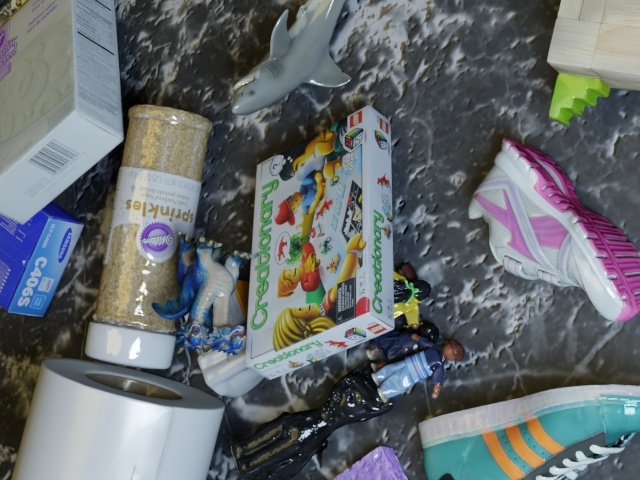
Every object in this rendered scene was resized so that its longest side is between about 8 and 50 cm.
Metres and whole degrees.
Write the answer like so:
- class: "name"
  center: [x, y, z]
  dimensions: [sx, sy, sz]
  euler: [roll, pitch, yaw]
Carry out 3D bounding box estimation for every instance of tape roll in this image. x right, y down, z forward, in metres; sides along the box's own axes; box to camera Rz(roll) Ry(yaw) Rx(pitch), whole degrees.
- class: "tape roll"
  center: [-0.261, 0.265, 1.586]
  dimensions: [0.246, 0.246, 0.169]
  euler: [16, 91, 38]

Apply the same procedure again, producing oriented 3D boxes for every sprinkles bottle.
- class: "sprinkles bottle"
  center: [-0.237, -0.005, 1.697]
  dimensions: [0.121, 0.121, 0.355]
  euler: [6, 85, 38]

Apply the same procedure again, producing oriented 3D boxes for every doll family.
- class: "doll family"
  center: [0.099, 0.102, 1.447]
  dimensions: [0.111, 0.076, 0.193]
  euler: [-24, 73, 7]

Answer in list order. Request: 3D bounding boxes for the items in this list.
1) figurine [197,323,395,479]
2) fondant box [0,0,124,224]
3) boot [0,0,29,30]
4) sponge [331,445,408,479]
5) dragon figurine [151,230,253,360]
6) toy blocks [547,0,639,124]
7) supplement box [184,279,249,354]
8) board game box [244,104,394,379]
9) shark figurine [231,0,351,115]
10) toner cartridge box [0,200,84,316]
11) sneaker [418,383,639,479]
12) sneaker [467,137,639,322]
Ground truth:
- class: "figurine"
  center: [-0.028, 0.169, 1.535]
  dimensions: [0.209, 0.092, 0.215]
  euler: [-34, 62, 18]
- class: "fondant box"
  center: [-0.411, -0.223, 1.839]
  dimensions: [0.238, 0.096, 0.330]
  euler: [-35, 45, 27]
- class: "boot"
  center: [-0.497, -0.410, 2.001]
  dimensions: [0.236, 0.085, 0.178]
  euler: [-30, 62, 24]
- class: "sponge"
  center: [0.081, 0.360, 1.440]
  dimensions: [0.117, 0.031, 0.210]
  euler: [-42, 59, 24]
- class: "dragon figurine"
  center: [-0.158, 0.070, 1.557]
  dimensions: [0.289, 0.085, 0.144]
  euler: [11, 80, 67]
- class: "toy blocks"
  center: [0.399, -0.293, 1.250]
  dimensions: [0.261, 0.191, 0.381]
  euler: [13, 90, 27]
- class: "supplement box"
  center: [-0.130, 0.104, 1.647]
  dimensions: [0.098, 0.036, 0.062]
  euler: [-37, 60, 25]
- class: "board game box"
  center: [0.000, 0.000, 1.495]
  dimensions: [0.193, 0.053, 0.305]
  euler: [-26, 47, 33]
- class: "shark figurine"
  center: [0.005, -0.261, 1.584]
  dimensions: [0.116, 0.166, 0.278]
  euler: [38, 101, 4]
- class: "toner cartridge box"
  center: [-0.530, -0.030, 1.957]
  dimensions: [0.348, 0.075, 0.165]
  euler: [32, 102, 37]
- class: "sneaker"
  center: [0.238, 0.226, 1.303]
  dimensions: [0.302, 0.108, 0.121]
  euler: [-22, 69, 41]
- class: "sneaker"
  center: [0.254, 0.005, 1.340]
  dimensions: [0.111, 0.103, 0.252]
  euler: [-52, 49, 23]
